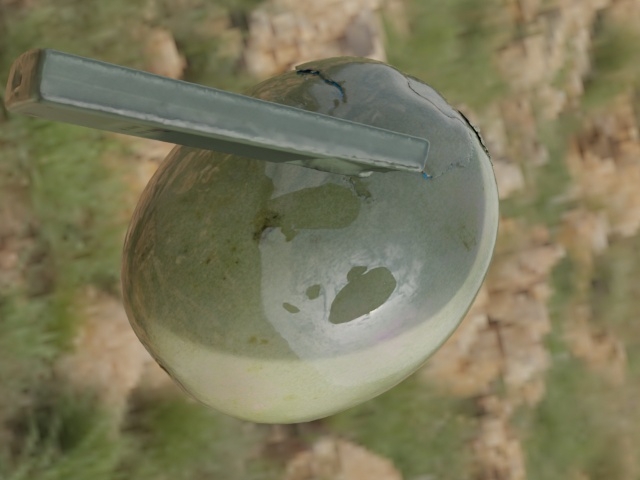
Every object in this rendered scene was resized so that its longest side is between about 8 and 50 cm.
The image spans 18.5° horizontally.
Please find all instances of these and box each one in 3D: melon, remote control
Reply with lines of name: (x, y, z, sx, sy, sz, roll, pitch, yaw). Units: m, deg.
melon: (0.000, 0.000, 1.594, 0.268, 0.330, 0.268, 47, -11, 12)
remote control: (-0.069, -0.083, 1.347, 0.123, 0.285, 0.038, 179, -79, -73)
